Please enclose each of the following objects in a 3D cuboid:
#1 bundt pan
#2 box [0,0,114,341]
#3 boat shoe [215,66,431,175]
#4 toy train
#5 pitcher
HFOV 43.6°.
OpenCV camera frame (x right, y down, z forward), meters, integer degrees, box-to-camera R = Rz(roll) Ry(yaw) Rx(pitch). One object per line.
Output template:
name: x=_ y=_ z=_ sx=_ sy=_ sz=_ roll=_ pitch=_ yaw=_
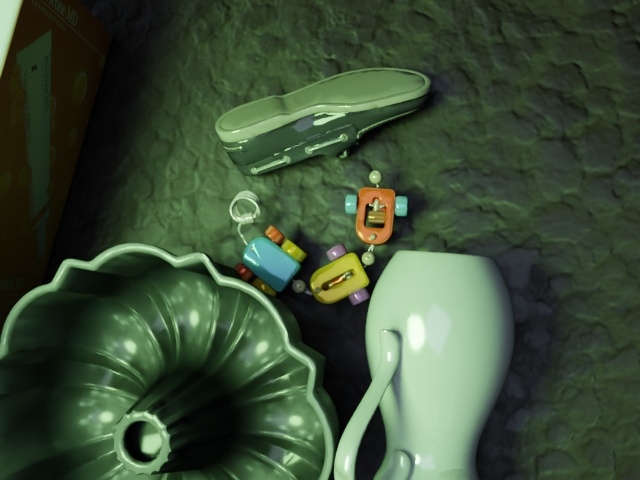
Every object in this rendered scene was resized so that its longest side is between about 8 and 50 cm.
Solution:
bundt pan: x=-0.130 y=0.164 z=0.712 sx=0.331 sy=0.124 sz=0.330 roll=0 pitch=92 yaw=16
box: x=-0.343 y=-0.077 z=0.732 sx=0.169 sy=0.215 sz=0.345 roll=15 pitch=88 yaw=3
boat shoe: x=0.007 y=-0.112 z=0.765 sx=0.206 sy=0.075 sz=0.064 roll=-13 pitch=125 yaw=5
toy train: x=0.000 y=0.000 z=0.754 sx=0.167 sy=0.046 sz=0.125 roll=-1 pitch=83 yaw=8
pitcher: x=0.082 y=0.112 z=0.662 sx=0.126 sy=0.178 sz=0.207 roll=3 pitch=87 yaw=41
